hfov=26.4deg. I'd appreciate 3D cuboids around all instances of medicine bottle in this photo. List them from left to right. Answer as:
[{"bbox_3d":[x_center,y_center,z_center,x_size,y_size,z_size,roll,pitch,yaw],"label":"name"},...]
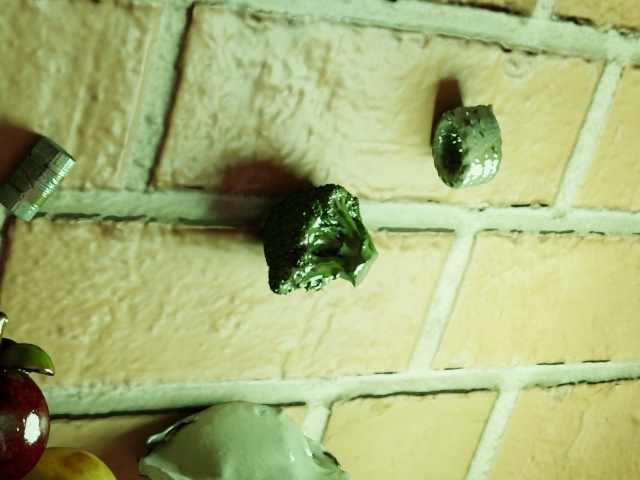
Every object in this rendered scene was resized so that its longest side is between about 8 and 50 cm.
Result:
[{"bbox_3d":[-0.302,-0.065,1.453,0.083,0.047,0.047,-50,133,2],"label":"medicine bottle"}]

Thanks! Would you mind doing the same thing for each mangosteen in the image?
[{"bbox_3d":[-0.374,0.172,1.474,0.200,0.200,0.199,-18,126,-26],"label":"mangosteen"}]

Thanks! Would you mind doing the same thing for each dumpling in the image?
[{"bbox_3d":[-0.094,0.309,1.731,0.293,0.204,0.163,1,128,-46],"label":"dumpling"}]

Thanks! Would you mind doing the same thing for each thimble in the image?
[{"bbox_3d":[0.187,-0.121,1.736,0.062,0.084,0.110,-14,127,-28],"label":"thimble"}]

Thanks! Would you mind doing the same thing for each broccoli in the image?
[{"bbox_3d":[0.000,0.000,1.658,0.162,0.138,0.145,-27,146,-62],"label":"broccoli"}]

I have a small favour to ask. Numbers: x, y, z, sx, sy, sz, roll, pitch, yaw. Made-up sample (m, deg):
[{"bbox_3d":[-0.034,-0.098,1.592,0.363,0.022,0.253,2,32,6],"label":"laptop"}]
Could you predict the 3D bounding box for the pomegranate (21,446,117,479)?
[{"bbox_3d":[-0.330,0.334,1.592,0.215,0.215,0.215,-18,126,-26],"label":"pomegranate"}]
